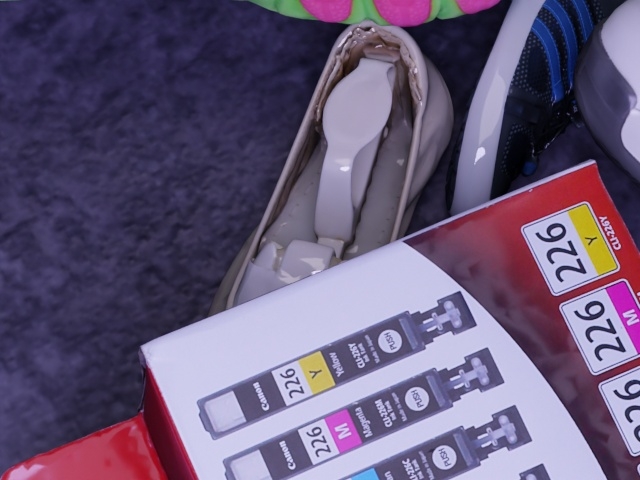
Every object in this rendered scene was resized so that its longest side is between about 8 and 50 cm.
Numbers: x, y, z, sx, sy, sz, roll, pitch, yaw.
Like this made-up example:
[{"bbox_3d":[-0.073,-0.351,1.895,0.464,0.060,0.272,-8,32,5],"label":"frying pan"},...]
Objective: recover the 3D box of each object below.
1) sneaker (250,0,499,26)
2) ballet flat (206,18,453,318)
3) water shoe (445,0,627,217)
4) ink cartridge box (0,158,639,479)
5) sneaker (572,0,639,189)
[{"bbox_3d":[-0.114,-0.223,0.967,0.482,0.185,0.202,12,33,-7],"label":"sneaker"},{"bbox_3d":[0.000,0.000,0.930,0.086,0.086,0.248,16,64,7],"label":"ballet flat"},{"bbox_3d":[0.126,-0.089,0.984,0.080,0.073,0.203,22,65,5],"label":"water shoe"},{"bbox_3d":[0.046,0.168,0.786,0.271,0.130,0.309,-23,77,-12],"label":"ink cartridge box"},{"bbox_3d":[0.353,-0.097,0.868,0.447,0.257,0.169,15,34,1],"label":"sneaker"}]
